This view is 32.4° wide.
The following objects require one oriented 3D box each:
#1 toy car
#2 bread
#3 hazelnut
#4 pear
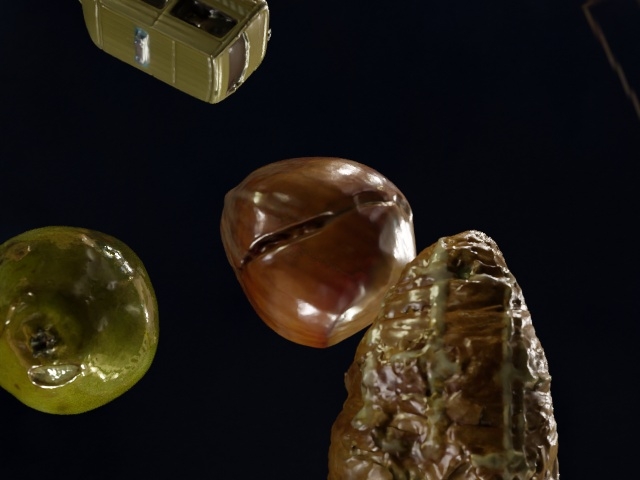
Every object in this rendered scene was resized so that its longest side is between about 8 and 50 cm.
[{"bbox_3d":[-0.185,-0.251,1.183,0.257,0.101,0.124,28,-125,12],"label":"toy car"},{"bbox_3d":[0.052,0.110,0.497,0.105,0.076,0.233,12,-88,9],"label":"bread"},{"bbox_3d":[0.000,0.000,0.989,0.182,0.182,0.182,9,-106,-33],"label":"hazelnut"},{"bbox_3d":[-0.347,0.102,1.500,0.269,0.321,0.269,0,-89,3],"label":"pear"}]
